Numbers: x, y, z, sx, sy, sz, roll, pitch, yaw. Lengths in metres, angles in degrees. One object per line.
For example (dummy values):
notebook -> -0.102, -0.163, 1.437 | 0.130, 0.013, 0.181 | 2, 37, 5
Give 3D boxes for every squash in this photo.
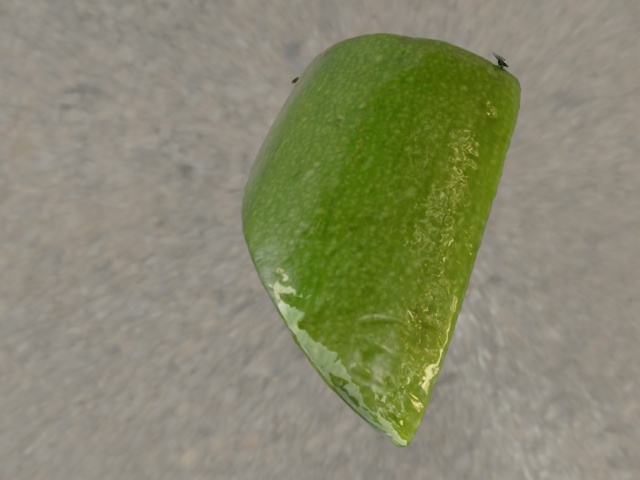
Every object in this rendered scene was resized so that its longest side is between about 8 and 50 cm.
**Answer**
squash -> 0.000, 0.000, 1.061 | 0.111, 0.203, 0.288 | 38, 53, -22
